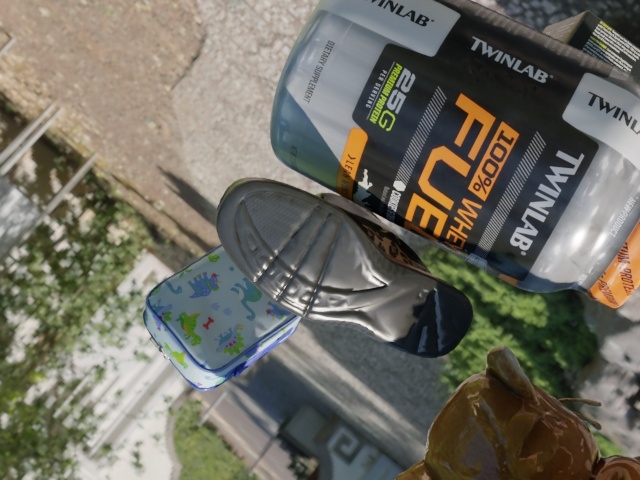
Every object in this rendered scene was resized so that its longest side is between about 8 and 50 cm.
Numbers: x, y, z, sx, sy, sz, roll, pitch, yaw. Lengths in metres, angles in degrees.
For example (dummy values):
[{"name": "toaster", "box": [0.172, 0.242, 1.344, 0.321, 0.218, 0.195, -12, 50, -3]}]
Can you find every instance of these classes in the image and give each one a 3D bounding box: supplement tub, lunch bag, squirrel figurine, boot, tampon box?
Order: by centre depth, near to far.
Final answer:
[{"name": "supplement tub", "box": [0.134, -0.084, 0.735, 0.316, 0.194, 0.193, 27, 165, 11]}, {"name": "boot", "box": [0.000, 0.002, 0.746, 0.236, 0.085, 0.178, 29, -170, -27]}, {"name": "squirrel figurine", "box": [0.231, 0.266, 0.766, 0.370, 0.281, 0.397, 43, -155, 22]}, {"name": "tampon box", "box": [0.273, -0.157, 1.010, 0.101, 0.161, 0.120, 34, 180, -10]}, {"name": "lunch bag", "box": [-0.140, 0.108, 1.327, 0.176, 0.219, 0.090, 47, 147, 14]}]
